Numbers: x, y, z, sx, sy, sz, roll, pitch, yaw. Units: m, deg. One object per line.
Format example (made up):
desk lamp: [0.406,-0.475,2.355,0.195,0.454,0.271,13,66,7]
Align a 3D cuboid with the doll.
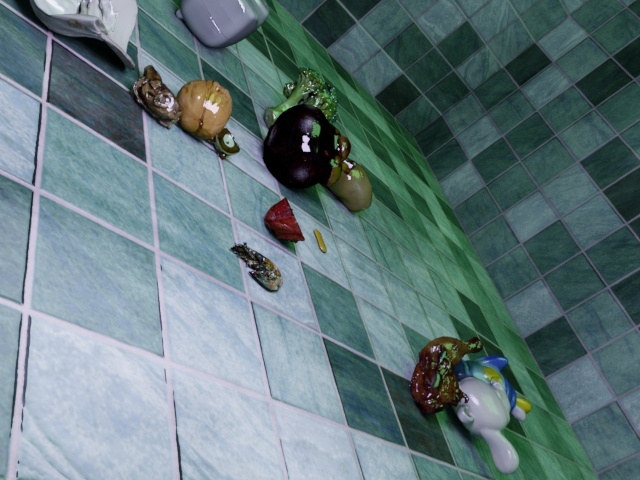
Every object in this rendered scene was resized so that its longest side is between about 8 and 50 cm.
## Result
doll: [0.491,0.487,1.975,0.366,0.187,0.376,-18,84,-57]

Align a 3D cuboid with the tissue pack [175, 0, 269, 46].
tissue pack: [-0.329,-0.779,2.169,0.229,0.236,0.333,57,19,-15]

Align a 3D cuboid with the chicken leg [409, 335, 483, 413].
chicken leg: [0.363,0.366,1.828,0.177,0.083,0.322,34,49,-6]

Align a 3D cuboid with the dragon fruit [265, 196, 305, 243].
dragon fruit: [-0.093,-0.035,1.679,0.106,0.083,0.162,64,-4,-25]

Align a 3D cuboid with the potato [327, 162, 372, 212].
potato: [0.108,-0.190,2.289,0.194,0.157,0.157,64,19,-9]

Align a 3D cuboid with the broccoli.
broccoli: [-0.076,-0.444,2.214,0.254,0.269,0.269,56,20,20]

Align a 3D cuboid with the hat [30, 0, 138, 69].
hat: [-0.531,-0.526,1.469,0.301,0.168,0.257,65,23,-65]

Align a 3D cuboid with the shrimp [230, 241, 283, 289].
shrimp: [-0.140,0.060,1.473,0.161,0.034,0.091,39,25,-35]

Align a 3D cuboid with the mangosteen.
mangosteen: [-0.036,-0.272,1.975,0.287,0.233,0.287,45,15,-15]

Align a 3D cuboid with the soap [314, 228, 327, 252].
soap: [0.000,0.000,1.903,0.034,0.012,0.089,31,29,-45]

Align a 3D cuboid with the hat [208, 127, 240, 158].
hat: [-0.256,-0.256,1.698,0.076,0.059,0.077,47,-11,48]

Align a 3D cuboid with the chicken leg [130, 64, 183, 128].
chicken leg: [-0.400,-0.357,1.548,0.196,0.080,0.125,54,9,26]

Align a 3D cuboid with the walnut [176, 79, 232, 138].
walnut: [-0.299,-0.344,1.644,0.144,0.144,0.180,45,28,-21]
